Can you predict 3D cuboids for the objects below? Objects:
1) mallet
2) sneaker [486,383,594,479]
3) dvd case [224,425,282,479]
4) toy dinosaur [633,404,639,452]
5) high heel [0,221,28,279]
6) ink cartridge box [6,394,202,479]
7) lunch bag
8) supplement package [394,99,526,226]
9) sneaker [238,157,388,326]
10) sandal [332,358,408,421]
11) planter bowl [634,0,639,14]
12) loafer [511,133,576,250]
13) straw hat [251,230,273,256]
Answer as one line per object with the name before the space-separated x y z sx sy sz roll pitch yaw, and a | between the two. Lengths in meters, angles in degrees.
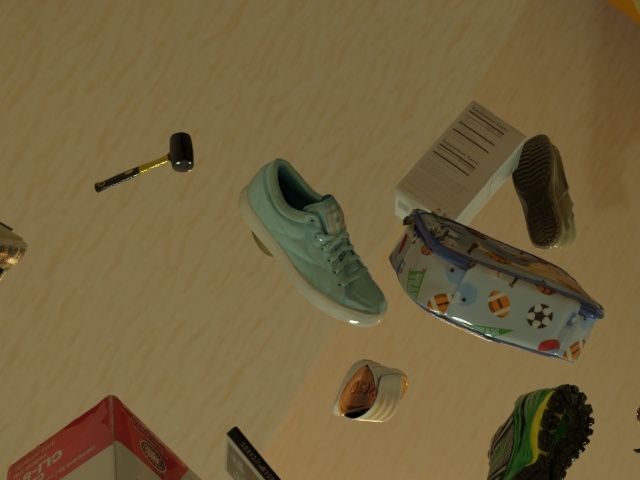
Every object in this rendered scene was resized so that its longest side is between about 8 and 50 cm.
mallet | -0.290 -0.112 1.565 0.039 0.189 0.062 43 -156 -55
sneaker | 0.338 0.403 1.592 0.134 0.343 0.146 41 153 -14
dvd case | -0.121 0.470 1.839 0.179 0.029 0.239 46 155 18
toy dinosaur | 0.568 0.298 1.512 0.200 0.127 0.295 -20 126 40
high heel | -0.461 0.058 1.215 0.093 0.186 0.261 32 173 -14
ink cartridge box | -0.176 0.386 0.936 0.279 0.160 0.385 54 -175 -29
lunch bag | 0.246 0.056 1.389 0.303 0.115 0.243 24 -165 -9
supplement package | 0.273 -0.127 1.863 0.134 0.244 0.139 38 165 16
sneaker | 0.000 0.000 1.747 0.366 0.135 0.150 44 134 7
sandal | 0.115 0.269 1.672 0.076 0.102 0.265 25 -173 30
planter bowl | 0.432 -0.306 1.108 0.217 0.217 0.090 34 166 -22
loafer | 0.461 -0.091 1.940 0.102 0.269 0.092 -21 147 36
straw hat | -0.081 -0.042 1.914 0.061 0.144 0.144 -11 149 30
